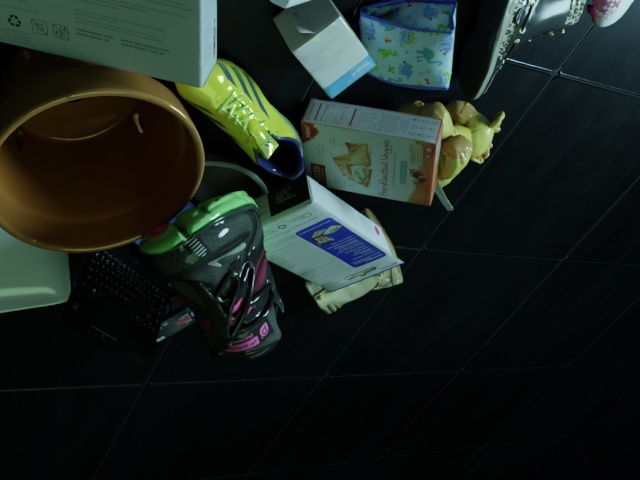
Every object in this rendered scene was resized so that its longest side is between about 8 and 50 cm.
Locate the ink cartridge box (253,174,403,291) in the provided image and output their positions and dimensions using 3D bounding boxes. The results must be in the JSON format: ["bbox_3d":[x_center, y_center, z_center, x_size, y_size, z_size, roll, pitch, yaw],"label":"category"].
[{"bbox_3d":[0.000,0.000,1.501,0.176,0.069,0.371,-23,150,22],"label":"ink cartridge box"}]

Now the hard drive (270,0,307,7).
[{"bbox_3d":[0.063,-0.429,1.007,0.319,0.040,0.210,-33,148,-43],"label":"hard drive"}]

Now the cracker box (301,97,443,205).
[{"bbox_3d":[0.087,-0.151,1.380,0.232,0.067,0.155,11,143,12],"label":"cracker box"}]

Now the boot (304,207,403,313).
[{"bbox_3d":[0.058,0.052,1.694,0.204,0.095,0.262,-25,148,0],"label":"boot"}]

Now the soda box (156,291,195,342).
[{"bbox_3d":[-0.280,0.137,1.619,0.169,0.060,0.053,-29,142,6],"label":"soda box"}]

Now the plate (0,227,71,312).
[{"bbox_3d":[-0.562,0.026,1.326,0.277,0.045,0.278,-9,140,-23],"label":"plate"}]

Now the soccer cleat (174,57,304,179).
[{"bbox_3d":[-0.114,-0.190,1.263,0.093,0.121,0.289,-37,143,14],"label":"soccer cleat"}]

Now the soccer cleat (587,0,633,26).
[{"bbox_3d":[0.534,-0.470,1.269,0.116,0.143,0.331,-50,158,-36],"label":"soccer cleat"}]

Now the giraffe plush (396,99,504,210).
[{"bbox_3d":[0.248,-0.188,1.465,0.170,0.181,0.210,-38,116,-24],"label":"giraffe plush"}]

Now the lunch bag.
[{"bbox_3d":[0.139,-0.318,1.285,0.151,0.096,0.128,4,143,8],"label":"lunch bag"}]

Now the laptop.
[{"bbox_3d":[-0.280,0.064,1.370,0.137,0.264,0.234,0,153,28],"label":"laptop"}]

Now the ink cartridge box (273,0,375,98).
[{"bbox_3d":[0.003,-0.307,1.215,0.090,0.092,0.143,-35,144,11],"label":"ink cartridge box"}]

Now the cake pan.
[{"bbox_3d":[-0.235,-0.047,1.425,0.293,0.054,0.293,-16,143,-13],"label":"cake pan"}]

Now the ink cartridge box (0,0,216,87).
[{"bbox_3d":[-0.276,-0.347,0.887,0.324,0.071,0.330,14,138,4],"label":"ink cartridge box"}]

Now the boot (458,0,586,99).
[{"bbox_3d":[0.346,-0.350,1.376,0.179,0.085,0.236,-12,141,-22],"label":"boot"}]

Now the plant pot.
[{"bbox_3d":[-0.328,-0.153,1.112,0.291,0.203,0.290,-16,143,-12],"label":"plant pot"}]

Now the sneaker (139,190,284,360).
[{"bbox_3d":[-0.134,0.072,1.247,0.185,0.202,0.483,-30,161,-3],"label":"sneaker"}]
